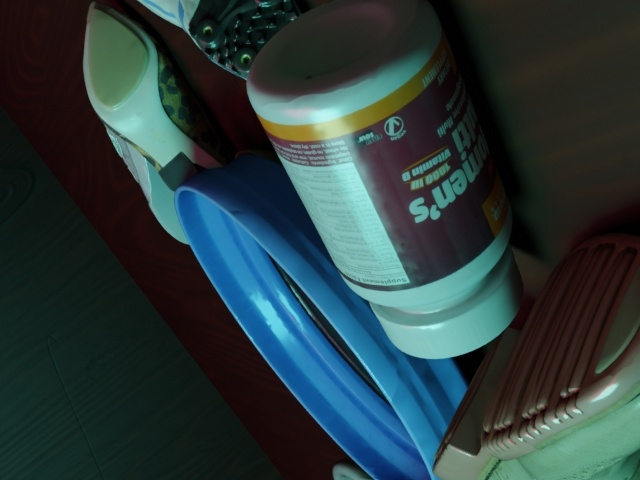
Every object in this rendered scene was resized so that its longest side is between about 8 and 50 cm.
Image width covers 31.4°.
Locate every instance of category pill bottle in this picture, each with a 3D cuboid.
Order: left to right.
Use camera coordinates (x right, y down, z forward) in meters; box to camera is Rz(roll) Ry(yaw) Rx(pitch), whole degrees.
[{"bbox_3d":[0.050,-0.036,0.717,0.121,0.121,0.221,33,156,52],"label":"pill bottle"}]

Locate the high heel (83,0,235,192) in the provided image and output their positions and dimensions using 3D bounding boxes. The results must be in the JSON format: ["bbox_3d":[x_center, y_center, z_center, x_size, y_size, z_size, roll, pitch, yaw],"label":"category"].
[{"bbox_3d":[-0.168,-0.135,1.253,0.261,0.093,0.186,61,-170,18],"label":"high heel"}]

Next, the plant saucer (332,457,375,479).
[{"bbox_3d":[0.177,0.410,1.422,0.400,0.100,0.400,48,165,17],"label":"plant saucer"}]

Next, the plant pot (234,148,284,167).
[{"bbox_3d":[0.000,0.000,1.128,0.236,0.032,0.236,48,164,18],"label":"plant pot"}]

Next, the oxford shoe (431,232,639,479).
[{"bbox_3d":[0.180,0.106,0.710,0.146,0.140,0.397,28,165,5],"label":"oxford shoe"}]

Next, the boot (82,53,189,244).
[{"bbox_3d":[-0.200,-0.122,1.359,0.123,0.095,0.258,37,152,61],"label":"boot"}]

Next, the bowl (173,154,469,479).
[{"bbox_3d":[0.008,0.086,1.092,0.391,0.077,0.391,48,165,18],"label":"bowl"}]

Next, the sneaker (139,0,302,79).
[{"bbox_3d":[-0.089,-0.195,0.871,0.237,0.085,0.086,41,-172,25],"label":"sneaker"}]
